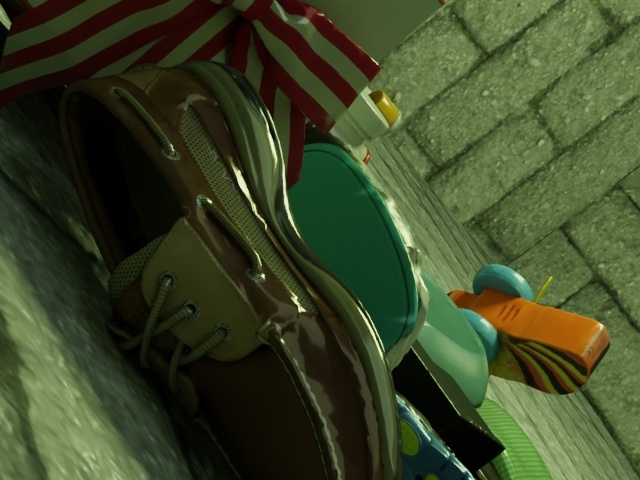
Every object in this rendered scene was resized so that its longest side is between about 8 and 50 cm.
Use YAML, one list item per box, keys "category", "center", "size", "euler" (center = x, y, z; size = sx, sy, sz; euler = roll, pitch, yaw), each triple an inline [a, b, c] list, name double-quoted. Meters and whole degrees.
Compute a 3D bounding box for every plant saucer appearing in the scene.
- category: "plant saucer"
  center: [0.059, 0.038, 1.899]
  size: [0.317, 0.044, 0.317]
  euler: [43, 10, -9]

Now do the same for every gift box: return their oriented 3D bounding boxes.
- category: "gift box"
  center: [-0.102, -0.172, 1.267]
  size: [0.255, 0.276, 0.258]
  euler: [47, -4, -37]

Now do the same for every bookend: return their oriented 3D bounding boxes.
- category: "bookend"
  center: [0.064, 0.120, 1.589]
  size: [0.157, 0.072, 0.156]
  euler: [55, 6, 23]

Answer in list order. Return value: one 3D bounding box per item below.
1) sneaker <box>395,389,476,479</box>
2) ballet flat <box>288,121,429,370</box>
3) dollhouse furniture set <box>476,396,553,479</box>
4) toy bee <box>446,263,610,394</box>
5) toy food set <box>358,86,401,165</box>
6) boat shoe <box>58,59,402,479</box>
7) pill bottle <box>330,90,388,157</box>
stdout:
- category: "sneaker"
  center: [0.081, 0.175, 1.434]
  size: [0.188, 0.067, 0.078]
  euler: [53, 12, 28]
- category: "ballet flat"
  center: [-0.049, -0.039, 1.443]
  size: [0.409, 0.147, 0.147]
  euler: [56, 8, 28]
- category: "dollhouse furniture set"
  center: [0.256, 0.239, 1.922]
  size: [0.301, 0.151, 0.197]
  euler: [54, 7, 16]
- category: "toy bee"
  center: [0.185, 0.099, 2.150]
  size: [0.298, 0.195, 0.162]
  euler: [45, -24, 35]
- category: "toy food set"
  center: [0.020, -0.111, 2.232]
  size: [0.104, 0.111, 0.232]
  euler: [49, -24, -27]
- category: "boat shoe"
  center: [-0.065, 0.036, 1.071]
  size: [0.120, 0.122, 0.324]
  euler: [1, 50, -38]
- category: "pill bottle"
  center: [-0.027, -0.070, 1.576]
  size: [0.087, 0.160, 0.087]
  euler: [52, 7, -9]
